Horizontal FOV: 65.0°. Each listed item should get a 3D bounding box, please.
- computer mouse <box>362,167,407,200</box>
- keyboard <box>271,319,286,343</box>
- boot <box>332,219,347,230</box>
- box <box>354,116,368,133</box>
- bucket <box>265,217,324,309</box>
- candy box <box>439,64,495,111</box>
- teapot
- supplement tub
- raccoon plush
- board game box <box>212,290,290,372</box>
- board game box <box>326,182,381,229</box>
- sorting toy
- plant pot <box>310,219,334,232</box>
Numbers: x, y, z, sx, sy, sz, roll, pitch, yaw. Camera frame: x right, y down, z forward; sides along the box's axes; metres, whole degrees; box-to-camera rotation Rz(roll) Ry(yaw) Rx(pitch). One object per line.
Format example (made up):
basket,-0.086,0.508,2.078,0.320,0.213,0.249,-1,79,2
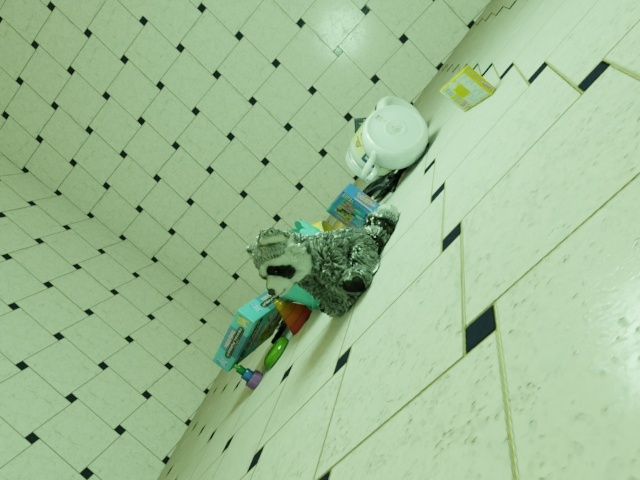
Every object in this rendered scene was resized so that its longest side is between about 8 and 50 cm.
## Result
computer mouse,0.233,-0.189,1.924,0.262,0.060,0.184,-30,18,51
keyboard,-0.161,0.349,2.118,0.192,0.038,0.100,-55,4,-22
boot,0.109,-0.053,2.072,0.269,0.089,0.236,-60,9,8
box,0.240,-0.457,2.426,0.165,0.143,0.270,-83,-9,-76
bucket,-0.044,0.084,1.652,0.281,0.183,0.281,-59,13,22
candy box,0.423,-0.437,1.461,0.027,0.105,0.206,-55,5,-1
teapot,0.262,-0.344,1.815,0.187,0.256,0.252,86,180,-62
supplement tub,0.272,-0.431,2.170,0.325,0.235,0.235,-50,6,44
raccoon plush,0.000,0.000,1.357,0.216,0.299,0.446,-51,5,41
board game box,-0.241,0.316,1.906,0.254,0.079,0.336,-62,-13,25
board game box,0.122,-0.105,1.770,0.047,0.160,0.210,-56,5,-22
sorting toy,-0.183,0.349,1.777,0.365,0.126,0.127,-53,5,4
plant pot,-0.046,0.052,1.890,0.239,0.254,0.254,-33,11,17
